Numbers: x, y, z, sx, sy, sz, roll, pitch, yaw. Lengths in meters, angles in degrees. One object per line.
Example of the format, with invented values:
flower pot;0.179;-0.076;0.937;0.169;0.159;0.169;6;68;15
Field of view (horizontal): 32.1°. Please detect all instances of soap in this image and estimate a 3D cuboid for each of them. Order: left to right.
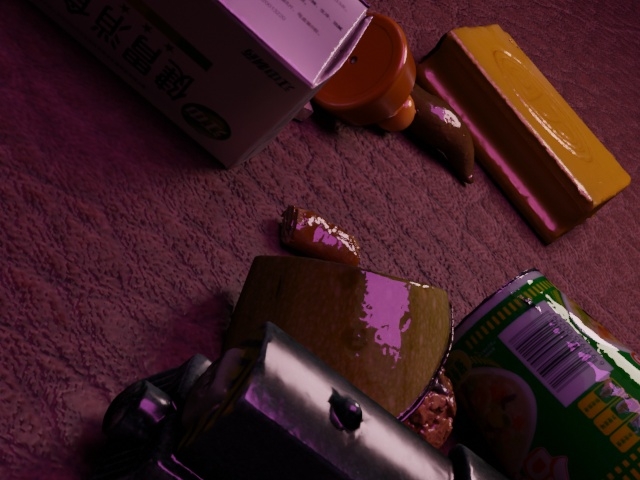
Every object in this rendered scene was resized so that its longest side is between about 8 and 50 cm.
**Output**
soap;0.285;-0.163;1.580;0.324;0.096;0.204;52;32;8

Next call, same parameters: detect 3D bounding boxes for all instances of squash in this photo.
squash;0.008;0.069;0.904;0.192;0.085;0.184;7;43;12

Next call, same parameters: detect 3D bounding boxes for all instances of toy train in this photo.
toy train;0.009;0.185;0.777;0.330;0.178;0.138;39;33;-15

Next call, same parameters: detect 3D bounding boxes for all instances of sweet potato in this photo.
sweet potato;0.122;-0.175;1.435;0.249;0.059;0.069;44;-1;0

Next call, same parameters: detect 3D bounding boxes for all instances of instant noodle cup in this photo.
instant noodle cup;0.232;0.158;1.077;0.232;0.207;0.207;50;31;17

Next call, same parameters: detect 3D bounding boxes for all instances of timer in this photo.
timer;0.070;-0.179;1.343;0.152;0.132;0.132;42;23;-54

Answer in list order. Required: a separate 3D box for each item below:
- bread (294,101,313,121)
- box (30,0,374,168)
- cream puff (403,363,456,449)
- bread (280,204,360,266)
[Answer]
bread;-0.074;-0.182;1.236;0.154;0.028;0.068;17;43;-40
box;-0.131;-0.242;1.068;0.333;0.173;0.145;41;51;-11
cream puff;0.063;0.136;0.972;0.133;0.104;0.119;27;29;-21
bread;0.000;0.000;1.111;0.083;0.036;0.047;29;39;-24
